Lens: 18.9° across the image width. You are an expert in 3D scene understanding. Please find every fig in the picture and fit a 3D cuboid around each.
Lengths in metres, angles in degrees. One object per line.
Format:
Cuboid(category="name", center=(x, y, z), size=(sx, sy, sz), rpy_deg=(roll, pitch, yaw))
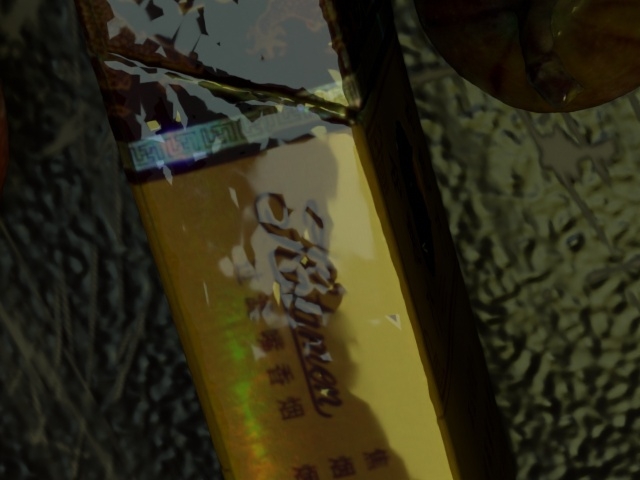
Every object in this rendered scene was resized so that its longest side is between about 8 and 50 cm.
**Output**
Cuboid(category="fig", center=(0.110, -0.137, 0.979), size=(0.149, 0.202, 0.148), rpy_deg=(-16, 91, 45))

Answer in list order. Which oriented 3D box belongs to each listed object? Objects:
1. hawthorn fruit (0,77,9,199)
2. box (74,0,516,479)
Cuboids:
Cuboid(category="hawthorn fruit", center=(-0.270, -0.033, 1.020), size=(0.242, 0.242, 0.271), rpy_deg=(-10, 126, 8))
Cuboid(category="box", center=(-0.001, 0.000, 0.973), size=(0.116, 0.264, 0.415), rpy_deg=(-13, 104, 10))
